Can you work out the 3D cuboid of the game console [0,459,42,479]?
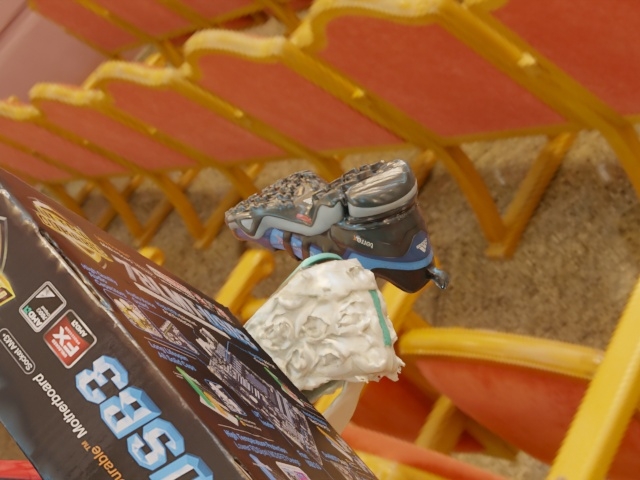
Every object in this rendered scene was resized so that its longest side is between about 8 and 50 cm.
[{"bbox_3d":[-0.119,0.337,0.644,0.060,0.342,0.386,-2,81,63],"label":"game console"}]

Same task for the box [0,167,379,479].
[{"bbox_3d":[-0.036,0.117,0.507,0.073,0.295,0.293,-46,66,-1],"label":"box"}]

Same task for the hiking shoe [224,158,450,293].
[{"bbox_3d":[0.000,0.000,1.076,0.113,0.132,0.304,-31,17,-29],"label":"hiking shoe"}]

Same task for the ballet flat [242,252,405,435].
[{"bbox_3d":[-0.080,0.178,0.904,0.409,0.147,0.147,-46,26,29],"label":"ballet flat"}]
